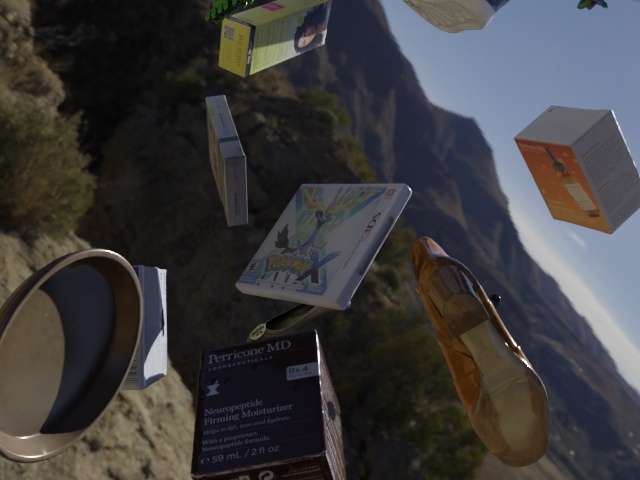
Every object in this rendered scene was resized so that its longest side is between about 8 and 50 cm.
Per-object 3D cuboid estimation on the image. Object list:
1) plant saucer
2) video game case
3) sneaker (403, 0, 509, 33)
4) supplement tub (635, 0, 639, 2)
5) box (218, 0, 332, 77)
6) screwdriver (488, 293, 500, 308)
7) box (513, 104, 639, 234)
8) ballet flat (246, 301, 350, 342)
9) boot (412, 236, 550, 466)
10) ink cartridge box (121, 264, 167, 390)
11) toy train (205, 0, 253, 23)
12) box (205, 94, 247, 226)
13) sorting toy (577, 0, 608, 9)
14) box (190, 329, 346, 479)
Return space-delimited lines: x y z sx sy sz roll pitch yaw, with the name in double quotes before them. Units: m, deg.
"plant saucer" -0.323 0.139 0.948 0.041 0.278 0.278 18 -6 21
"video game case" 0.000 0.000 1.603 0.329 0.300 0.036 4 -36 48
"sneaker" 0.289 -0.517 1.405 0.130 0.236 0.323 33 6 -23
"supplement tub" 0.452 -0.464 1.053 0.241 0.241 0.331 46 12 -26
"box" -0.070 -0.345 1.248 0.058 0.087 0.232 28 40 22
"screwdriver" 0.275 0.136 1.335 0.025 0.024 0.170 46 -30 10
"box" 0.401 -0.111 1.170 0.170 0.091 0.130 55 -13 -25
"ballet flat" -0.053 0.166 1.669 0.084 0.249 0.058 -114 179 -58
"boot" 0.215 0.142 1.042 0.211 0.104 0.295 -97 161 -71
"ink cartridge box" -0.333 0.160 1.433 0.224 0.045 0.223 97 -9 -85
"toy train" -0.098 -0.255 0.814 0.017 0.024 0.083 12 -12 -38
"box" -0.162 -0.139 1.302 0.186 0.038 0.145 -110 -163 -44
"sorting toy" 0.608 -0.528 1.643 0.042 0.102 0.061 37 46 -11
"box" -0.063 0.258 0.997 0.203 0.168 0.167 -96 173 -51
